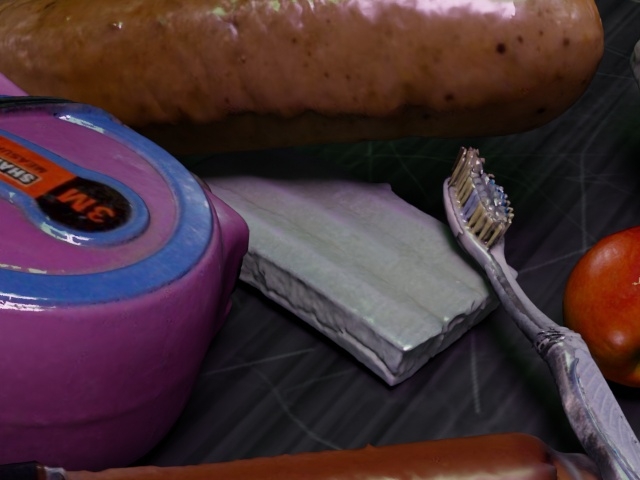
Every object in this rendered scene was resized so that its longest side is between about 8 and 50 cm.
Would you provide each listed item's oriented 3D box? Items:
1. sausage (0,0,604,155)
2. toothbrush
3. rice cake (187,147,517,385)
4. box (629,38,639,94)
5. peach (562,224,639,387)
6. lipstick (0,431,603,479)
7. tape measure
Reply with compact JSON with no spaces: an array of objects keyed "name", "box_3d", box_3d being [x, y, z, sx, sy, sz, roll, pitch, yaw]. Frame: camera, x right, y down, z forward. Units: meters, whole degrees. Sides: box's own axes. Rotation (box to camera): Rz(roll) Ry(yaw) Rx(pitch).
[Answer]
[{"name":"sausage","box_3d":[-0.074,-0.115,0.809,0.501,0.123,0.136,-4,-6,12]},{"name":"toothbrush","box_3d":[0.144,0.096,0.648,0.035,0.042,0.413,-1,44,-23]},{"name":"rice cake","box_3d":[0.000,0.000,0.797,0.237,0.043,0.127,29,41,30]},{"name":"box","box_3d":[0.416,-0.027,0.779,0.396,0.111,0.396,11,33,-8]},{"name":"peach","box_3d":[0.187,0.035,0.724,0.100,0.101,0.101,3,35,-2]},{"name":"lipstick","box_3d":[-0.071,0.134,0.569,0.418,0.077,0.077,-2,35,-12]},{"name":"tape measure","box_3d":[-0.161,0.017,0.671,0.231,0.149,0.245,28,32,15]}]
